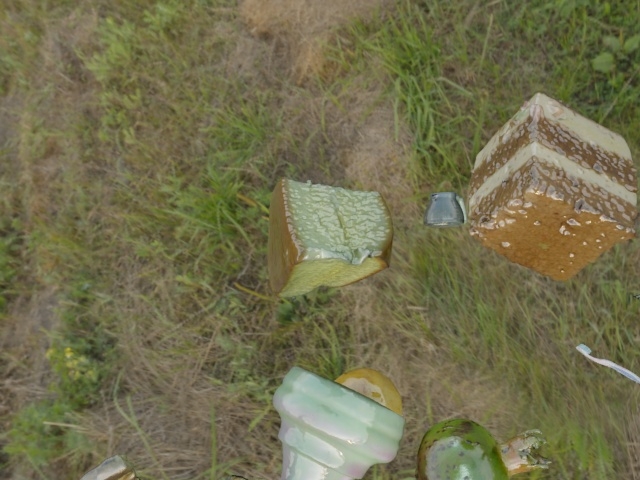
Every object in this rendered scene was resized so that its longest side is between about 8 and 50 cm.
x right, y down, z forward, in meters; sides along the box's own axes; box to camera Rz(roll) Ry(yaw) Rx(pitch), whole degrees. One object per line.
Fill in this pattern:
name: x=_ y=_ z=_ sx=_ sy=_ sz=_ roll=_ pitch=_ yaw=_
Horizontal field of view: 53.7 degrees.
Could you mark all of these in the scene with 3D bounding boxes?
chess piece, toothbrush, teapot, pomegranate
chess piece: x=-0.029 y=0.273 z=0.627 sx=0.139 sy=0.139 sz=0.271 roll=18 pitch=73 yaw=31
toothbrush: x=0.772 y=0.334 z=1.671 sx=0.027 sy=0.021 sz=0.269 roll=-47 pitch=23 yaw=-2
teapot: x=0.209 y=-0.050 z=1.036 sx=0.066 sy=0.088 sz=0.057 roll=-5 pitch=84 yaw=51
pomegranate: x=0.345 y=0.513 z=1.380 sx=0.286 sy=0.231 sz=0.230 roll=-6 pitch=68 yaw=32
pomegranate: x=0.124 y=0.470 z=1.792 sx=0.233 sy=0.233 sz=0.233 roll=-10 pitch=66 yaw=23

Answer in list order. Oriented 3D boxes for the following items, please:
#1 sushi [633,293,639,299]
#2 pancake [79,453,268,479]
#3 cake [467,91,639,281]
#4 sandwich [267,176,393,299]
sushi: x=0.744 y=0.053 z=1.099 sx=0.296 sy=0.373 sz=0.099 roll=-19 pitch=96 yaw=10
pancake: x=-0.135 y=0.235 z=0.584 sx=0.191 sy=0.184 sz=0.020 roll=-4 pitch=47 yaw=-22
cake: x=0.481 y=-0.108 z=1.316 sx=0.282 sy=0.255 sz=0.290 roll=25 pitch=59 yaw=-9
sandwich: x=0.000 y=0.000 z=0.594 sx=0.094 sy=0.258 sz=0.096 roll=3 pitch=81 yaw=-10
